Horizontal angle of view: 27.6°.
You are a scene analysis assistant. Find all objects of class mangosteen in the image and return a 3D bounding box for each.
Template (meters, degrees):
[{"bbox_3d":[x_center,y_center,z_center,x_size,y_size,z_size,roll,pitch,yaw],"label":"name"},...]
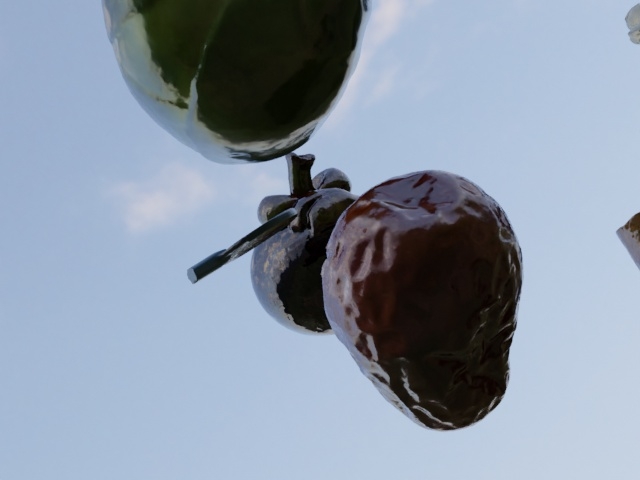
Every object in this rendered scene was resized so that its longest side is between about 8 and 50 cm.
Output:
[{"bbox_3d":[0.000,0.000,1.714,0.211,0.211,0.250,-23,-84,-19],"label":"mangosteen"}]

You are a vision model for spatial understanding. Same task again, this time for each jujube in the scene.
[{"bbox_3d":[0.102,0.062,1.208,0.190,0.190,0.255,-29,-59,-13],"label":"jujube"}]

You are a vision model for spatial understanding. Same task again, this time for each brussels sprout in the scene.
[{"bbox_3d":[-0.078,-0.268,1.346,0.275,0.371,0.315,5,-9,7],"label":"brussels sprout"}]

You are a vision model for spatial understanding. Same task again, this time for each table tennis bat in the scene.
[{"bbox_3d":[-0.087,0.005,1.478,0.155,0.019,0.100,-32,-3,-34],"label":"table tennis bat"}]

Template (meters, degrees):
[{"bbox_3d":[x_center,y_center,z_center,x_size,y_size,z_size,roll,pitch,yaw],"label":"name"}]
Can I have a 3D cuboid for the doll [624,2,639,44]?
[{"bbox_3d":[0.618,-0.364,2.149,0.149,0.278,0.175,32,-84,-18],"label":"doll"}]

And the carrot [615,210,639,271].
[{"bbox_3d":[0.485,0.086,1.624,0.138,0.302,0.139,-27,-11,-6],"label":"carrot"}]
